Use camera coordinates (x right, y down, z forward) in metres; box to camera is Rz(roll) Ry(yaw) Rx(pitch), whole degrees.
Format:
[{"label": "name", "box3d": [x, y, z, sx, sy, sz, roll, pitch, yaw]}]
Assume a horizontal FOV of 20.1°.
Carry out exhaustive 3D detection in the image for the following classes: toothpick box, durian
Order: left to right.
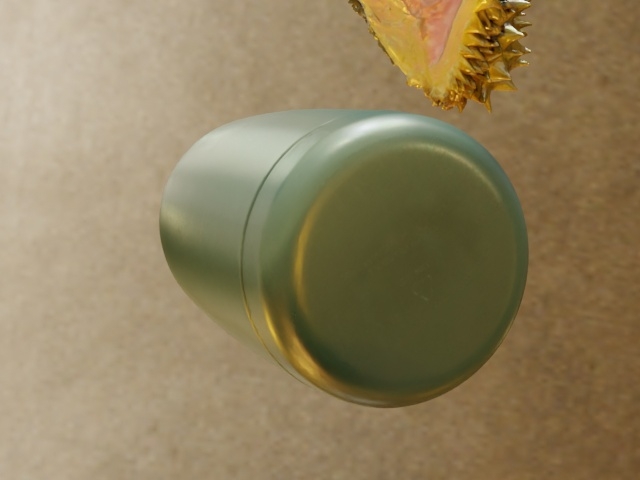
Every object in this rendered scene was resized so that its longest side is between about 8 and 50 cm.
[{"label": "toothpick box", "box3d": [0.000, 0.000, 0.796, 0.184, 0.120, 0.120, 16, 94, 66]}, {"label": "durian", "box3d": [0.067, -0.192, 1.184, 0.132, 0.165, 0.182, -40, 57, 5]}]
